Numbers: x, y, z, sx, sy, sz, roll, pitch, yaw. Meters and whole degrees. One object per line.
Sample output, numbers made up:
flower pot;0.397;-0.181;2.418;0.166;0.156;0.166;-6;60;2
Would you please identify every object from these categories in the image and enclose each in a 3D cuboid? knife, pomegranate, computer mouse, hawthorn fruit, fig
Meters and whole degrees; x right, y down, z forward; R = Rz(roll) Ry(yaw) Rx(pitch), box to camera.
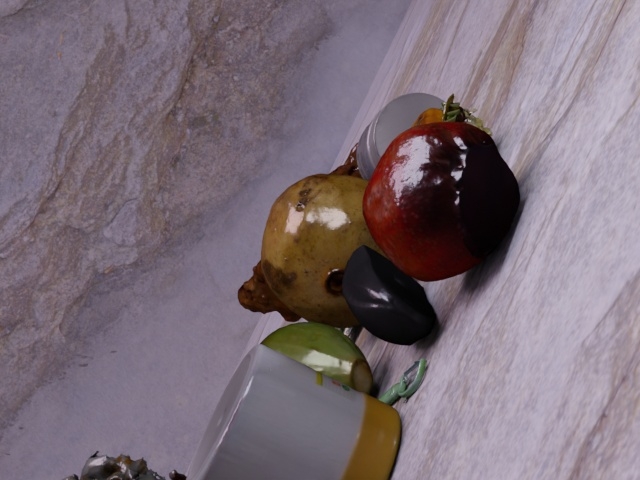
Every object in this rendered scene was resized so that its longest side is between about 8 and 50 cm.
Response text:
knife;0.104;0.235;1.591;0.212;0.015;0.054;128;159;-55
pomegranate;0.027;0.018;1.934;0.281;0.281;0.281;-61;7;13
computer mouse;0.098;0.095;1.648;0.086;0.137;0.269;-52;10;11
hawthorn fruit;0.160;-0.049;1.506;0.249;0.215;0.215;119;175;-61
fig;-0.022;0.232;1.756;0.207;0.207;0.230;-64;7;-13

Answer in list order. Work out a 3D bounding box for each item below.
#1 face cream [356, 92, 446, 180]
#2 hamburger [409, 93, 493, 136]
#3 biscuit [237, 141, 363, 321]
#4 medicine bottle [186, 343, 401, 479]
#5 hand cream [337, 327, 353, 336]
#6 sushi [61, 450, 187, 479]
face cream;0.164;-0.170;1.999;0.177;0.177;0.153;-64;7;-13
hamburger;0.186;-0.104;1.744;0.261;0.139;0.243;-63;5;-8
biscuit;0.000;0.000;2.394;0.342;0.166;0.395;-52;-1;-28
medicine bottle;-0.040;0.295;1.513;0.238;0.232;0.238;-61;6;12
hand cream;0.052;0.135;2.203;0.095;0.059;0.276;-63;9;10
sushi;-0.353;0.595;2.056;0.417;0.417;0.176;-60;9;24
